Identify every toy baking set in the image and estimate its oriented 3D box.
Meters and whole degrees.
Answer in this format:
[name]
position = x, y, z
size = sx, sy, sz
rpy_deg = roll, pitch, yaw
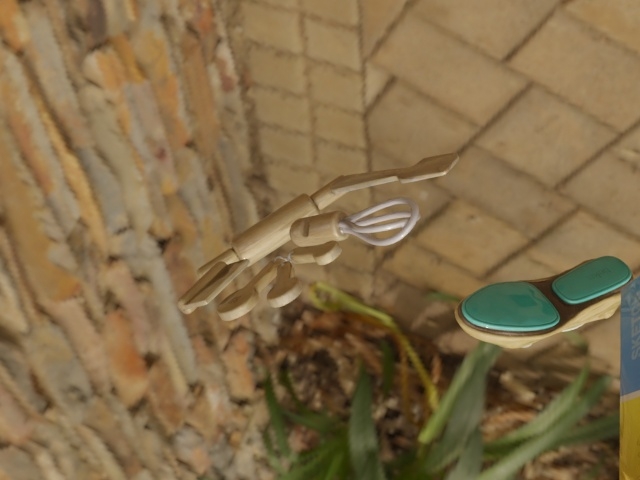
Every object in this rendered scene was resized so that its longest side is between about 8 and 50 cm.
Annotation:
[toy baking set]
position = -0.003, -0.001, 1.086
size = 0.030, 0.256, 0.197
rpy_deg = 59, 170, -21

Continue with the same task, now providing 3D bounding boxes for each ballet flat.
[ballet flat]
position = 0.235, 0.078, 1.337
size = 0.080, 0.232, 0.073
rpy_deg = 55, 145, 36

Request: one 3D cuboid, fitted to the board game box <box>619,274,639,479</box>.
[board game box]
position = 0.320, 0.106, 0.934
size = 0.064, 0.317, 0.242
rpy_deg = 27, 135, -15
